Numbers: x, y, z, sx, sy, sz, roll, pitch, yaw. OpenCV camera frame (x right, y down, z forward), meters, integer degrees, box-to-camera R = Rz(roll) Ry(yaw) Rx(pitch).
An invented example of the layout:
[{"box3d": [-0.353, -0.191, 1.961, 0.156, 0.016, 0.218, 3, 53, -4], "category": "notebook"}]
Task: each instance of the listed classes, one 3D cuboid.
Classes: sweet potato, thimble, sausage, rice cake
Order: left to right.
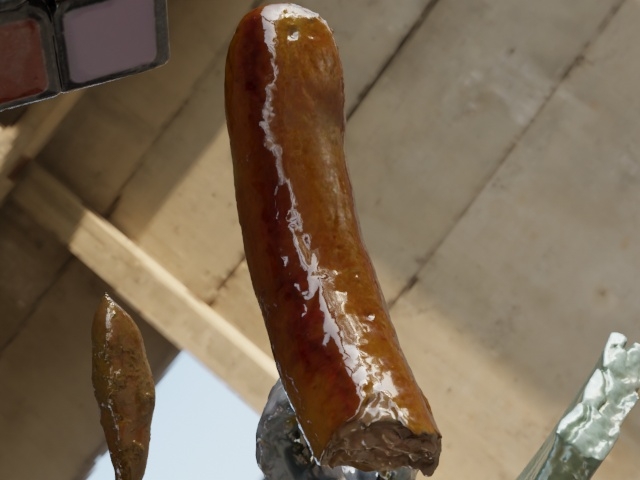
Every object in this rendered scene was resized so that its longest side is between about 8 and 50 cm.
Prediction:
[{"box3d": [-0.183, 0.150, 1.133, 0.068, 0.060, 0.206, -1, -91, -84], "category": "sweet potato"}, {"box3d": [-0.002, 0.001, 0.724, 0.076, 0.302, 0.103, -3, -23, -30], "category": "sausage"}, {"box3d": [0.019, 0.166, 1.015, 0.118, 0.127, 0.151, -60, -40, -66], "category": "thimble"}, {"box3d": [0.162, 0.171, 0.862, 0.124, 0.038, 0.211, -48, -15, -41], "category": "rice cake"}]

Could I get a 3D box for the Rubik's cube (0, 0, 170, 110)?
[{"box3d": [-0.350, -0.338, 1.058, 0.358, 0.363, 0.362, -20, -40, -21], "category": "Rubik's cube"}]
